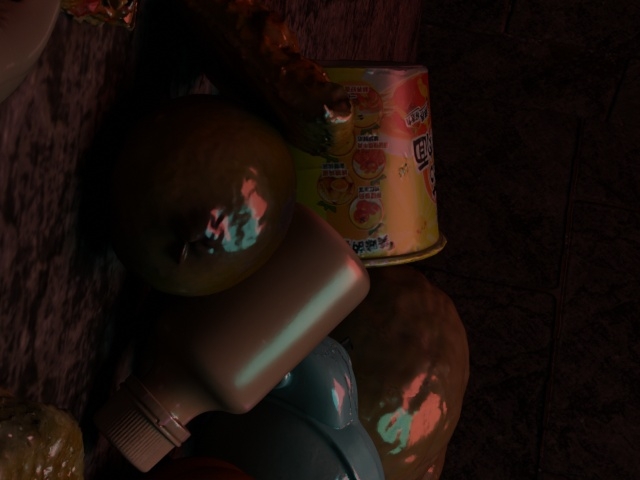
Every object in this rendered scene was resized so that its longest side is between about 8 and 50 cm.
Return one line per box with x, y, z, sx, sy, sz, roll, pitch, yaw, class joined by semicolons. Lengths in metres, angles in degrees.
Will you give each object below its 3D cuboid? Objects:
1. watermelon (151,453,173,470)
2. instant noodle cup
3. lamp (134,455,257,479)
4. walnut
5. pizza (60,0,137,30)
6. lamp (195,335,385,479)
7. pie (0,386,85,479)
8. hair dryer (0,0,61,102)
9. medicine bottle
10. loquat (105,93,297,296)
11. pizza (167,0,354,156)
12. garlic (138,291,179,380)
-0.168;0.308;1.081;0.092;0.075;0.181;58;-9;18;watermelon
0.014;-0.095;1.043;0.264;0.264;0.200;-52;145;-74;instant noodle cup
-0.115;0.304;0.847;0.223;0.197;0.223;-24;-119;53;lamp
0.025;0.195;1.246;0.381;0.381;0.381;12;90;-83;walnut
-0.132;-0.175;0.525;0.201;0.053;0.193;94;11;-47;pizza
-0.034;0.218;0.981;0.147;0.209;0.283;-1;101;-61;lamp
-0.204;0.208;0.536;0.277;0.079;0.276;14;90;-87;pie
-0.169;0.024;0.341;0.298;0.119;0.295;-102;-144;-79;hair dryer
-0.079;0.086;0.815;0.252;0.114;0.114;-44;164;-12;medicine bottle
-0.089;-0.037;0.740;0.195;0.152;0.152;-81;180;-69;loquat
-0.056;-0.155;0.773;0.058;0.197;0.292;-42;-154;-6;pizza
-0.122;0.084;0.955;0.198;0.091;0.128;-78;-168;-65;garlic
